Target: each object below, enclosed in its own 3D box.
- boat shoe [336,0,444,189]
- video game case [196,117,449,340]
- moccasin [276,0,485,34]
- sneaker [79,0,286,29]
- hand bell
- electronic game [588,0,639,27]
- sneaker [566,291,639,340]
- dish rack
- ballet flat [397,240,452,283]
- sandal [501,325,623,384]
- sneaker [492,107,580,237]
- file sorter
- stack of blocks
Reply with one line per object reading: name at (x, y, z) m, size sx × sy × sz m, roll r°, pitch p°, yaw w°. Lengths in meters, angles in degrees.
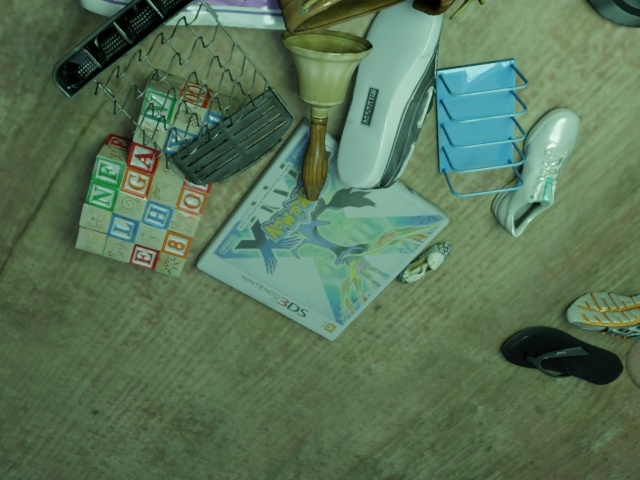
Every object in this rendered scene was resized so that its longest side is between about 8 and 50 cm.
boat shoe at (0.118, -0.214, 0.919) m, size 0.102 × 0.108 × 0.301 m, roll -1°, pitch 113°, yaw -45°
video game case at (0.000, 0.000, 1.086) m, size 0.300 × 0.036 × 0.329 m, roll 31°, pitch 117°, yaw -20°
moccasin at (0.134, -0.327, 0.761) m, size 0.380 × 0.139 × 0.147 m, roll -12°, pitch 85°, yaw -7°
sneaker at (-0.167, -0.362, 0.819) m, size 0.282 × 0.102 × 0.161 m, roll -3°, pitch 120°, yaw -12°
hand bell at (-0.003, -0.168, 0.922) m, size 0.126 × 0.126 × 0.242 m, roll 4°, pitch 122°, yaw -4°
electronic game at (0.455, -0.394, 0.838) m, size 0.229 × 0.048 × 0.229 m, roll -4°, pitch 130°, yaw -5°
sneaker at (0.558, 0.147, 1.172) m, size 0.214 × 0.084 × 0.083 m, roll -1°, pitch 128°, yaw -2°
dish rack at (-0.172, -0.185, 0.828) m, size 0.208 × 0.074 × 0.271 m, roll -31°, pitch 125°, yaw 17°
ballet flat at (0.185, 0.044, 1.118) m, size 0.114 × 0.041 × 0.041 m, roll -34°, pitch 118°, yaw 18°
sandal at (0.478, 0.230, 1.237) m, size 0.254 × 0.054 × 0.097 m, roll 13°, pitch 121°, yaw -10°
sneaker at (0.349, -0.099, 0.999) m, size 0.080 × 0.094 × 0.212 m, roll 15°, pitch 121°, yaw -10°
file sorter at (0.241, -0.165, 0.947) m, size 0.118 × 0.104 × 0.170 m, roll -8°, pitch 122°, yaw 3°
stack of blocks at (-0.254, -0.101, 0.982) m, size 0.171 × 0.087 × 0.297 m, roll 18°, pitch 120°, yaw -14°
